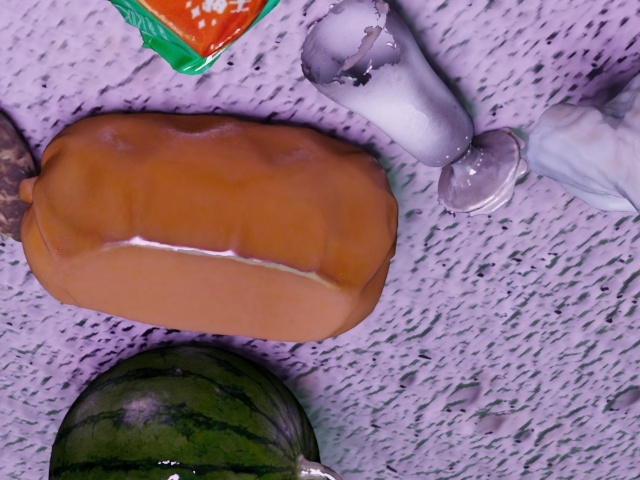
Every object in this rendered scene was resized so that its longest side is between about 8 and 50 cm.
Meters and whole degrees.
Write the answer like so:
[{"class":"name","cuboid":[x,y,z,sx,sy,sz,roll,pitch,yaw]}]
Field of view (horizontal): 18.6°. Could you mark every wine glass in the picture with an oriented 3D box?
[{"class":"wine glass","cuboid":[0.061,-0.083,1.219,0.072,0.072,0.155,-29,130,25]}]

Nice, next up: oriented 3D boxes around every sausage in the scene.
[{"class":"sausage","cuboid":[-0.071,-0.011,1.240,0.241,0.136,0.120,5,139,-8]}]

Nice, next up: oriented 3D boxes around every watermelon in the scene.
[{"class":"watermelon","cuboid":[-0.085,0.164,1.382,0.214,0.188,0.188,-10,137,27]}]

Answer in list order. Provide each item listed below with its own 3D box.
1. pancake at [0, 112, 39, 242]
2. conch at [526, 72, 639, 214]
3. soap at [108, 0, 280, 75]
[{"class":"pancake","cuboid":[-0.322,-0.021,1.301,0.286,0.033,0.288,5,136,-8]},{"class":"conch","cuboid":[0.309,-0.058,1.139,0.319,0.215,0.303,29,178,21]},{"class":"soap","cuboid":[-0.112,-0.222,0.935,0.273,0.098,0.218,40,91,-27]}]
